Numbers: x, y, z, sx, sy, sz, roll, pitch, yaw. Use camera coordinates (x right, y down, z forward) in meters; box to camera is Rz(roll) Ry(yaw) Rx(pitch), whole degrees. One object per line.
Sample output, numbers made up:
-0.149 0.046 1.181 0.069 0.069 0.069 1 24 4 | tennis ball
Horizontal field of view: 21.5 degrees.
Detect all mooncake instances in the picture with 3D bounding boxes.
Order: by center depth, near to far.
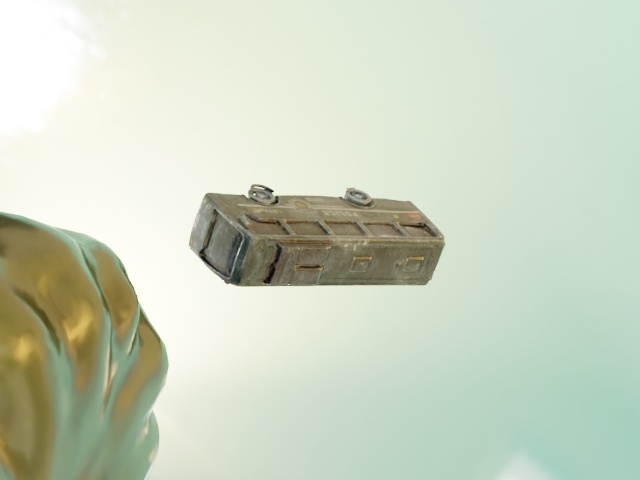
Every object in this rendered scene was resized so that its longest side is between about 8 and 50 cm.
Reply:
-0.213 0.147 0.854 0.187 0.351 0.351 14 143 16 | mooncake

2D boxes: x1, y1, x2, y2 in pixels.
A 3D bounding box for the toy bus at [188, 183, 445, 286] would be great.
0.000 0.000 1.078 0.065 0.166 0.047 46 125 44 | toy bus
